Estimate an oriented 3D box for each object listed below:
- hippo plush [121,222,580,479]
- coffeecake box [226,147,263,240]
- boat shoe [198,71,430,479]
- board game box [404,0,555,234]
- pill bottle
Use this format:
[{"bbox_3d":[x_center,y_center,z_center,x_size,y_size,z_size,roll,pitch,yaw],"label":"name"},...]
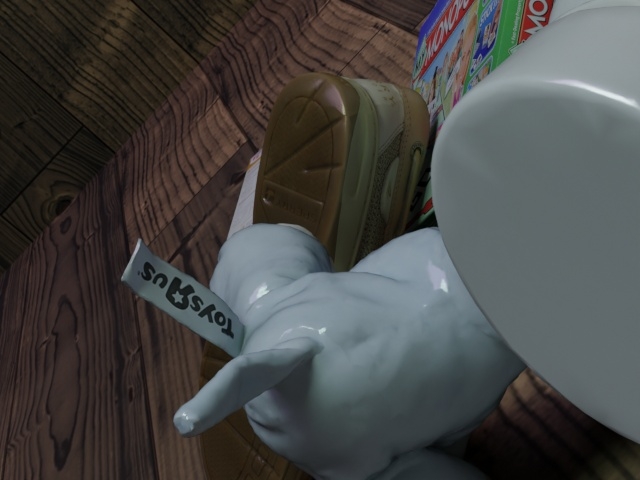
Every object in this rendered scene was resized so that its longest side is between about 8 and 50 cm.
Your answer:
[{"bbox_3d":[0.069,0.023,0.694,0.236,0.294,0.234,-37,42,7],"label":"hippo plush"},{"bbox_3d":[0.000,0.000,1.060,0.068,0.142,0.185,-39,20,25],"label":"coffeecake box"},{"bbox_3d":[0.003,0.052,0.906,0.121,0.110,0.341,33,114,44],"label":"boat shoe"},{"bbox_3d":[0.109,-0.108,0.907,0.317,0.046,0.214,126,155,-76],"label":"board game box"},{"bbox_3d":[0.225,-0.086,0.523,0.361,0.204,0.204,-41,14,-27],"label":"pill bottle"}]
